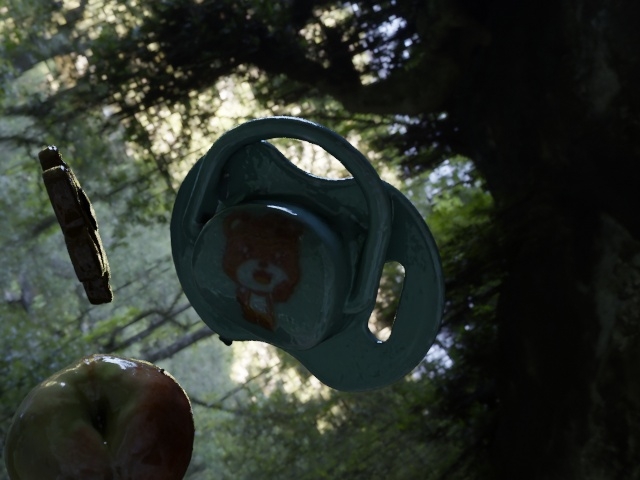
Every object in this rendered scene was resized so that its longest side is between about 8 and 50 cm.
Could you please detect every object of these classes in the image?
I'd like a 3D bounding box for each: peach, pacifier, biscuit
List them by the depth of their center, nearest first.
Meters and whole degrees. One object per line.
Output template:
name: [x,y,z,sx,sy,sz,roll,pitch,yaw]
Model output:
biscuit: [-0.266,-0.016,0.908,0.236,0.039,0.180,180,-110,-74]
pacifier: [0.000,0.000,0.932,0.343,0.269,0.288,22,-66,21]
peach: [-0.261,0.248,0.988,0.232,0.232,0.233,50,-23,30]
